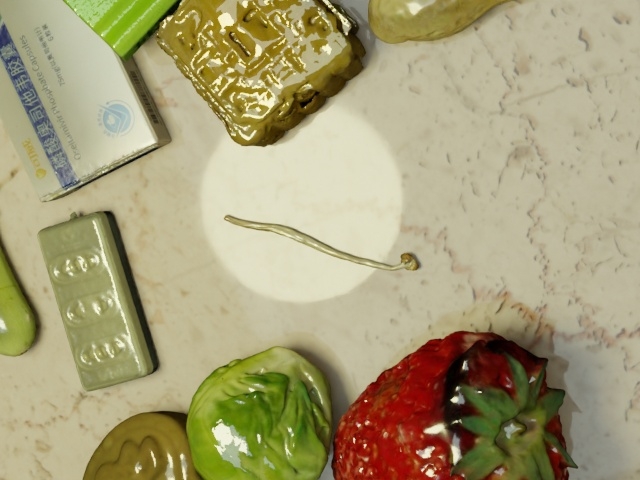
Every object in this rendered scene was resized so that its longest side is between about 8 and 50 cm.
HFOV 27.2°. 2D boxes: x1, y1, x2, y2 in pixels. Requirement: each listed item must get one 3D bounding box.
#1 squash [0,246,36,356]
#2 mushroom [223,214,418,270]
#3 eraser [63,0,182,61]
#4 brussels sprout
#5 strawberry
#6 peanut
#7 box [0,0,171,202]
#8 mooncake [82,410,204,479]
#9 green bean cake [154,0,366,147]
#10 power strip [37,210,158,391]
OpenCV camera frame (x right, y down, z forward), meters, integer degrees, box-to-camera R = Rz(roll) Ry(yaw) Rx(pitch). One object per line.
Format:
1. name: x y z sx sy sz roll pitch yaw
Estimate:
1. squash: -0.483 0.052 1.931 0.083 0.083 0.250 -21 88 13
2. mushroom: -0.002 0.006 1.853 0.286 0.026 0.028 12 82 12
3. eraser: -0.244 -0.412 1.793 0.274 0.092 0.210 -44 91 -1
4. brussels sprout: -0.083 0.256 1.801 0.223 0.223 0.161 37 139 6
5. strawberry: 0.180 0.268 1.739 0.291 0.310 0.292 2 83 -21
6. peanut: 0.184 -0.345 1.731 0.274 0.111 0.125 -25 86 13
7. box: -0.375 -0.249 1.881 0.200 0.065 0.343 -26 90 12
8. mooncake: -0.240 0.366 1.867 0.234 0.117 0.235 -2 85 24
9. green bean cake: -0.080 -0.267 1.784 0.224 0.131 0.230 -41 87 11
10. power strip: -0.322 0.082 1.902 0.105 0.070 0.257 -16 91 13
